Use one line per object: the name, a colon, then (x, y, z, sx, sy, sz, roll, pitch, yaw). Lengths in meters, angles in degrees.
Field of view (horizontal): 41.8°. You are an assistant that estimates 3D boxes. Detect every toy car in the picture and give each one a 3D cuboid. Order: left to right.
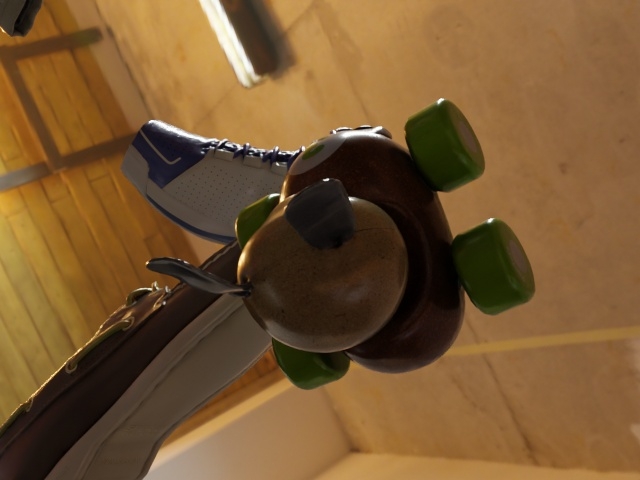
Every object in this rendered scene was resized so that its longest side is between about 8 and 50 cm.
toy car: (0.000, 0.000, 0.442, 0.155, 0.188, 0.149, -27, -108, 25)

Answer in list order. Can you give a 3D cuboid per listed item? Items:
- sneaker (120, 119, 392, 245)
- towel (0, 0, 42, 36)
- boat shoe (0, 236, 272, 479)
sneaker: (-0.023, -0.060, 0.853, 0.315, 0.127, 0.182, 32, -73, 1)
towel: (-0.329, -0.413, 0.869, 0.324, 0.056, 0.312, 44, -68, 21)
boat shoe: (-0.130, 0.092, 0.640, 0.097, 0.324, 0.116, 47, 8, 27)
